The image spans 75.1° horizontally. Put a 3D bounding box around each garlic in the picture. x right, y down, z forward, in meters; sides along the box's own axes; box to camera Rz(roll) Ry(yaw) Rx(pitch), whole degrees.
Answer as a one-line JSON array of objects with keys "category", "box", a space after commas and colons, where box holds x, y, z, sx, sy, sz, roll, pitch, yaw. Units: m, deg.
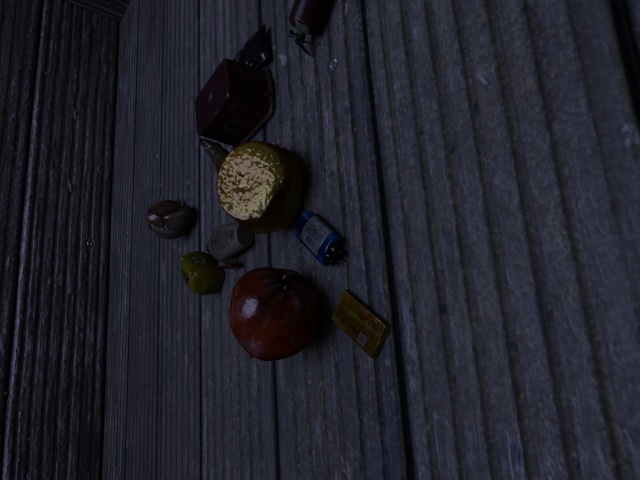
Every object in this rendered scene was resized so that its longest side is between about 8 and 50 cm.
[{"category": "garlic", "box": [-0.643, -0.080, 1.797, 0.214, 0.191, 0.160, 26, 131, 38]}]

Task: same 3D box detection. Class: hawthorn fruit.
[{"category": "hawthorn fruit", "box": [-0.128, 0.210, 1.072, 0.242, 0.241, 0.272, 45, 123, 44]}]

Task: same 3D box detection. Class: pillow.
[{"category": "pillow", "box": [-0.245, -0.631, 1.449, 0.208, 0.055, 0.142, -25, 66, 45]}]

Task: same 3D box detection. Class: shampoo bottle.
[{"category": "shampoo bottle", "box": [-0.327, 0.004, 1.449, 0.256, 0.078, 0.127, -14, 79, 47]}, {"category": "shampoo bottle", "box": [0.000, 0.000, 1.070, 0.183, 0.050, 0.087, 46, 118, 44]}]

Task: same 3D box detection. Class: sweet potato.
[{"category": "sweet potato", "box": [-0.281, -0.193, 1.369, 0.131, 0.130, 0.423, -53, 55, 33]}]

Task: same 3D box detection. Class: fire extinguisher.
[{"category": "fire extinguisher", "box": [-0.017, -0.661, 1.148, 0.105, 0.104, 0.269, 43, 118, 45]}]

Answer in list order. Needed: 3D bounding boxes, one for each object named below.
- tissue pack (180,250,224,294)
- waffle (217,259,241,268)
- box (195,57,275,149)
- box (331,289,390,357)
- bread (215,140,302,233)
[{"category": "tissue pack", "box": [-0.450, 0.120, 1.550, 0.178, 0.127, 0.123, 41, 119, 46]}, {"category": "waffle", "box": [-0.312, 0.084, 1.424, 0.083, 0.075, 0.029, -20, 64, 62]}, {"category": "box", "box": [-0.299, -0.460, 1.409, 0.294, 0.167, 0.194, -29, 62, 45]}, {"category": "box", "box": [0.089, 0.188, 0.958, 0.156, 0.022, 0.089, 35, 114, 47]}, {"category": "bread", "box": [-0.173, -0.157, 1.173, 0.268, 0.145, 0.269, -2, 82, 17]}]
